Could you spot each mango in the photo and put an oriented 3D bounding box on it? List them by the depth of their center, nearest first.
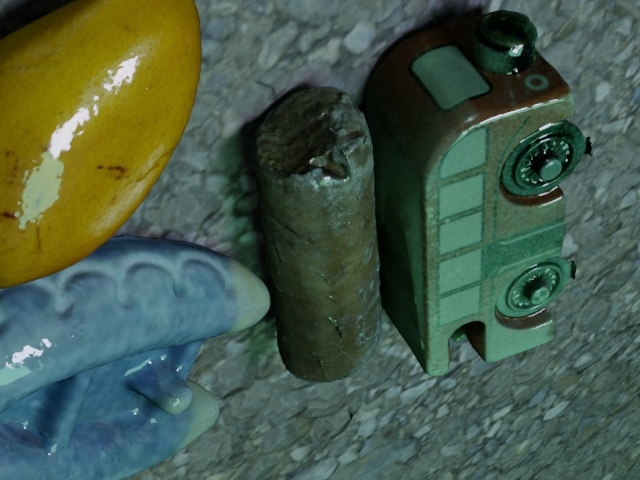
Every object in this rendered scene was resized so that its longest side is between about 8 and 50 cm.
[{"bbox_3d":[-0.152,-0.068,0.878,0.219,0.112,0.145,-46,143,-1],"label":"mango"}]

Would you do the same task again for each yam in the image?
[{"bbox_3d":[0.000,0.000,1.116,0.093,0.093,0.259,-28,143,-18],"label":"yam"}]

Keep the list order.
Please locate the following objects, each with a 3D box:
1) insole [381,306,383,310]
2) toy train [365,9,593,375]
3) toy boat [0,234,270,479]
[{"bbox_3d":[0.074,-0.007,1.249,0.086,0.005,0.253,7,123,-47],"label":"insole"},{"bbox_3d":[0.116,-0.036,1.149,0.159,0.129,0.326,-21,140,-14],"label":"toy train"},{"bbox_3d":[-0.175,0.113,1.045,0.330,0.123,0.215,-3,131,-44],"label":"toy boat"}]
